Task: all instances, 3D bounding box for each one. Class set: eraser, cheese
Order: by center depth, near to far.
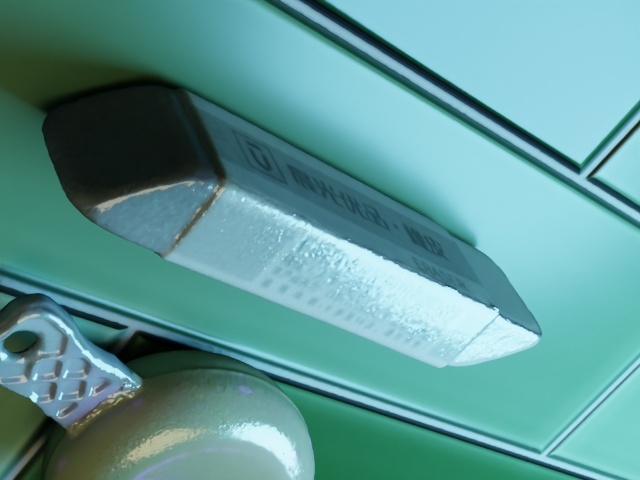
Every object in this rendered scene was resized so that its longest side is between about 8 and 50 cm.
[{"bbox_3d":[0.000,0.000,0.716,0.061,0.089,0.352,-45,137,20],"label":"eraser"},{"bbox_3d":[-0.114,0.120,0.772,0.163,0.082,0.286,-37,135,5],"label":"cheese"}]
